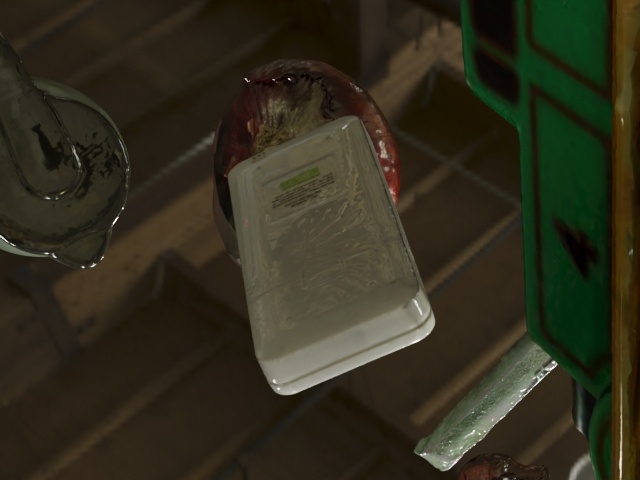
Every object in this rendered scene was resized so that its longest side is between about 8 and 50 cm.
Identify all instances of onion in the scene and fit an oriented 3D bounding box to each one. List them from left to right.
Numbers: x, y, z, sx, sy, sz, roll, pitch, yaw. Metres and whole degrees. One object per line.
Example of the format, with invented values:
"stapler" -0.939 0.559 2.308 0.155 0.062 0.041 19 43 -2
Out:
"onion" -0.005 -0.077 1.783 0.195 0.272 0.272 -5 -140 -42

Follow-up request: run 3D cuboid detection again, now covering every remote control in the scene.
"remote control" 0.000 0.000 0.934 0.103 0.034 0.250 -24 -150 4

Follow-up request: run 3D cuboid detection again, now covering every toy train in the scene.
"toy train" 0.163 -0.008 0.575 0.178 0.429 0.249 -23 -140 -20

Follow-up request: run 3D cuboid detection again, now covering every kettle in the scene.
"kettle" -0.265 -0.089 1.351 0.161 0.221 0.236 -24 -166 -13

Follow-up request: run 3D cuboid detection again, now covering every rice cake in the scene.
"rice cake" 0.180 0.166 1.599 0.043 0.211 0.034 35 -158 -17

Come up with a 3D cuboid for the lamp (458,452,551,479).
"lamp" 0.154 0.309 1.428 0.151 0.223 0.215 14 -100 -22
